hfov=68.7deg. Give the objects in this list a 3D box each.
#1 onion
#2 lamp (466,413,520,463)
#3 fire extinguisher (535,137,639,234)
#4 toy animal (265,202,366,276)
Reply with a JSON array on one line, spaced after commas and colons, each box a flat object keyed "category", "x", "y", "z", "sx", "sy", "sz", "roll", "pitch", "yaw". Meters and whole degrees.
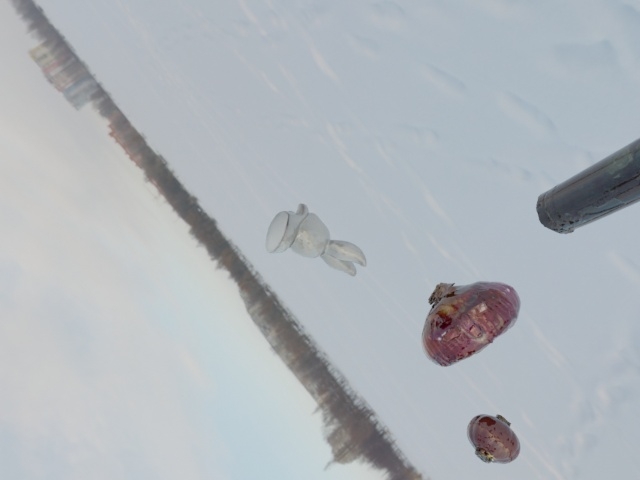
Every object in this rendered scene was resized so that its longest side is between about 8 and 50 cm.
[{"category": "onion", "x": 0.302, "y": 0.155, "z": 0.988, "sx": 0.163, "sy": 0.230, "sz": 0.230, "roll": 61, "pitch": 175, "yaw": 19}, {"category": "lamp", "x": 0.330, "y": 0.379, "z": 0.894, "sx": 0.101, "sy": 0.090, "sz": 0.101, "roll": 36, "pitch": 162, "yaw": 14}, {"category": "fire extinguisher", "x": 0.386, "y": -0.078, "z": 0.589, "sx": 0.072, "sy": 0.089, "sz": 0.268, "roll": 56, "pitch": 156, "yaw": 6}, {"category": "toy animal", "x": -0.001, "y": -0.002, "z": 1.050, "sx": 0.220, "sy": 0.104, "sz": 0.131, "roll": 19, "pitch": -131, "yaw": -23}]
